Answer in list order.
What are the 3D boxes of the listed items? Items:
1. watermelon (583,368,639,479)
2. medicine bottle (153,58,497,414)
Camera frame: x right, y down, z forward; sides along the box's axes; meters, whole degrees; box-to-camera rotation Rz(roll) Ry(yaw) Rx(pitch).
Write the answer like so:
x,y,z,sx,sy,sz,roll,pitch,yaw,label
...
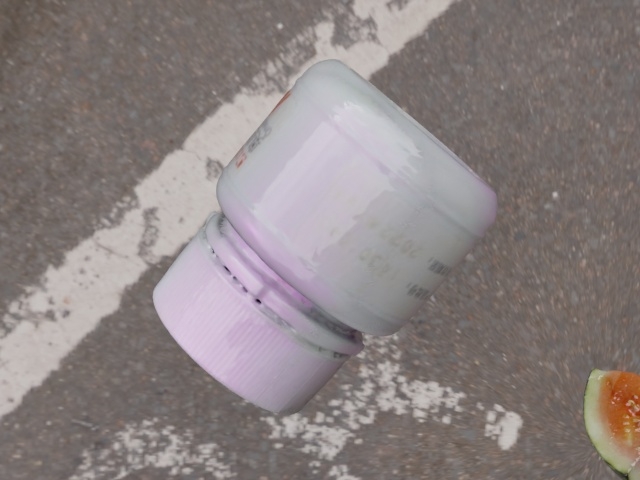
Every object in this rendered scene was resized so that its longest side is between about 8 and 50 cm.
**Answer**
x,y,z,sx,sy,sz,roll,pitch,yaw,label
0.311,0.166,0.951,0.135,0.125,0.094,16,122,-14,watermelon
0.000,0.000,1.062,0.241,0.241,0.302,43,100,18,medicine bottle
